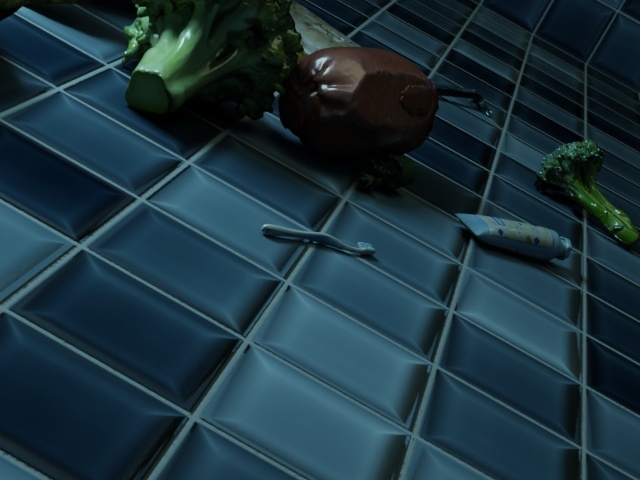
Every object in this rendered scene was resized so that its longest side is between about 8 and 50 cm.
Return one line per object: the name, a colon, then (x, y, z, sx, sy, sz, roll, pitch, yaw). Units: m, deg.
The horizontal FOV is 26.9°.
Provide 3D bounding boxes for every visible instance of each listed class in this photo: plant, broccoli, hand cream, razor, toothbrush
plant: (0.079, -0.087, 1.722, 0.051, 0.051, 0.102, 39, 28, 27)
broccoli: (-0.137, -0.232, 1.600, 0.247, 0.263, 0.243, 54, 44, -20)
hand cream: (0.258, -0.004, 1.770, 0.170, 0.043, 0.065, 11, 20, -30)
broccoli: (0.433, -0.069, 2.117, 0.118, 0.122, 0.204, -18, 62, -45)
razor: (0.235, -0.266, 2.403, 0.190, 0.033, 0.066, 8, 27, -44)
toothbrush: (0.000, 0.000, 1.447, 0.162, 0.014, 0.017, 10, 41, -42)

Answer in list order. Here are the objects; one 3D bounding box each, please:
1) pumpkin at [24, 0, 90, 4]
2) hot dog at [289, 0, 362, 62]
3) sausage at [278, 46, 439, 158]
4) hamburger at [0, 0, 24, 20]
pumpkin: (-0.356, -0.423, 1.702, 0.258, 0.290, 0.095, 44, 6, -4)
hot dog: (-0.022, -0.307, 2.093, 0.268, 0.075, 0.144, 42, 27, 23)
sausage: (0.056, -0.180, 1.761, 0.152, 0.152, 0.279, 38, 21, 24)
hamburger: (-0.425, -0.290, 1.413, 0.211, 0.132, 0.309, 9, 26, -39)
